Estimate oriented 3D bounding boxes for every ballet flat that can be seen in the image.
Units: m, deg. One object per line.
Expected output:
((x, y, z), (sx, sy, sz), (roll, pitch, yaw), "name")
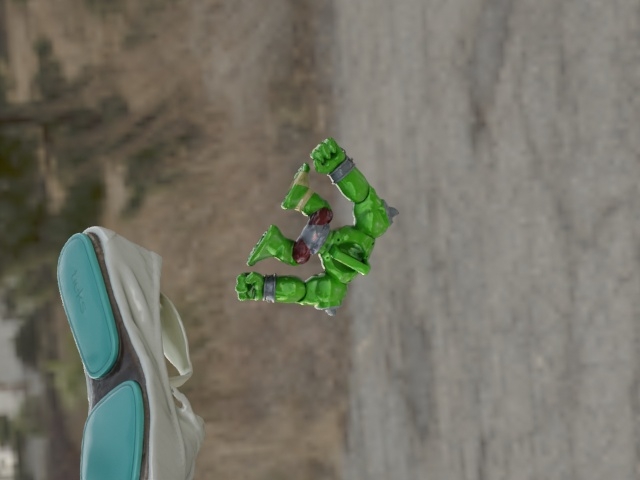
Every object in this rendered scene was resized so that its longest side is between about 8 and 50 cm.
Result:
((-0.187, 0.163, 1.856), (0.139, 0.139, 0.400), (102, 159, -57), "ballet flat")

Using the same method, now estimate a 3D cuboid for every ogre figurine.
((0.000, 0.000, 1.911), (0.197, 0.118, 0.097), (-60, 6, -9), "ogre figurine")
